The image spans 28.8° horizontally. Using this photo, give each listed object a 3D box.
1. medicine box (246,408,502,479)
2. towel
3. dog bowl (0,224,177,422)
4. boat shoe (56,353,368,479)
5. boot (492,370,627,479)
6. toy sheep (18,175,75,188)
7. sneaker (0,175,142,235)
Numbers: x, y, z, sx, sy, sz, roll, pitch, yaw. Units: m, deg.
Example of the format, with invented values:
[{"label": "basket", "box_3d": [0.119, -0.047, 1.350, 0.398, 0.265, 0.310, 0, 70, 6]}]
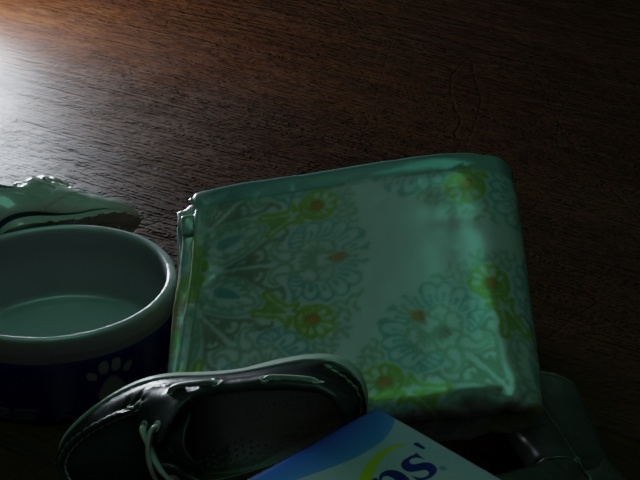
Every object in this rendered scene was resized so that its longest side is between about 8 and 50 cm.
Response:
[{"label": "medicine box", "box_3d": [0.051, 0.290, 0.923, 0.263, 0.149, 0.289, -23, 36, -39]}, {"label": "towel", "box_3d": [0.024, 0.066, 1.267, 0.374, 0.090, 0.320, -8, 51, 10]}, {"label": "dog bowl", "box_3d": [-0.288, 0.085, 1.368, 0.265, 0.104, 0.265, 0, 27, 0]}, {"label": "boat shoe", "box_3d": [-0.108, 0.171, 1.114, 0.302, 0.114, 0.091, -21, 4, 11]}, {"label": "boot", "box_3d": [0.196, 0.197, 1.194, 0.189, 0.076, 0.208, 7, 31, -17]}, {"label": "toy sheep", "box_3d": [-0.368, -0.043, 1.643, 0.132, 0.091, 0.091, 0, 20, -46]}, {"label": "sneaker", "box_3d": [-0.321, -0.038, 1.554, 0.235, 0.090, 0.095, 2, 45, -54]}]
